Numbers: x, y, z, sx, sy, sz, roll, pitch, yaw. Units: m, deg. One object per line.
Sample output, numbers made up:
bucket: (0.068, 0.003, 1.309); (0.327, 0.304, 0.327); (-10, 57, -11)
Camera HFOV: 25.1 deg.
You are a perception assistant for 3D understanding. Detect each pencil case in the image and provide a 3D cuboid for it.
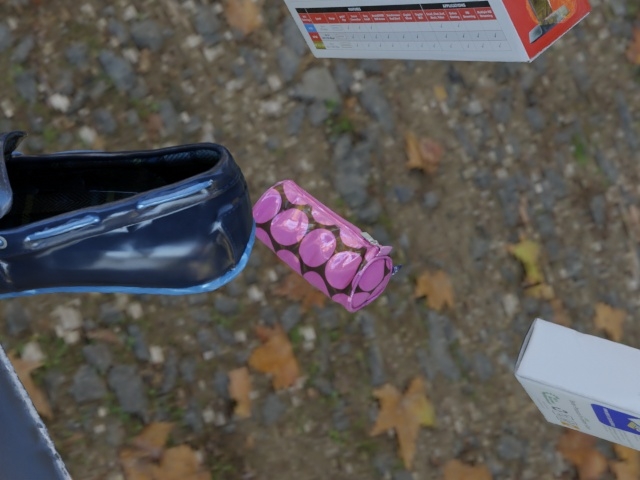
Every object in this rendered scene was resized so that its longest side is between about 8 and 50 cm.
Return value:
pencil case: (0.000, 0.000, 1.860); (0.209, 0.098, 0.095); (35, 34, 29)

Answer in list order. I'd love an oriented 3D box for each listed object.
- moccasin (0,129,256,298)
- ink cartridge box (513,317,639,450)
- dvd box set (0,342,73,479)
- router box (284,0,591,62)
moccasin: (-0.220, -0.035, 1.031); (0.138, 0.342, 0.117); (-100, -173, -46)
ink cartridge box: (0.358, 0.167, 1.220); (0.069, 0.371, 0.176); (-66, 156, -11)
dvd box set: (-0.237, 0.168, 0.848); (0.062, 0.420, 0.308); (-27, 85, -31)
router box: (0.041, -0.301, 1.238); (0.082, 0.335, 0.301); (-39, 116, -21)
